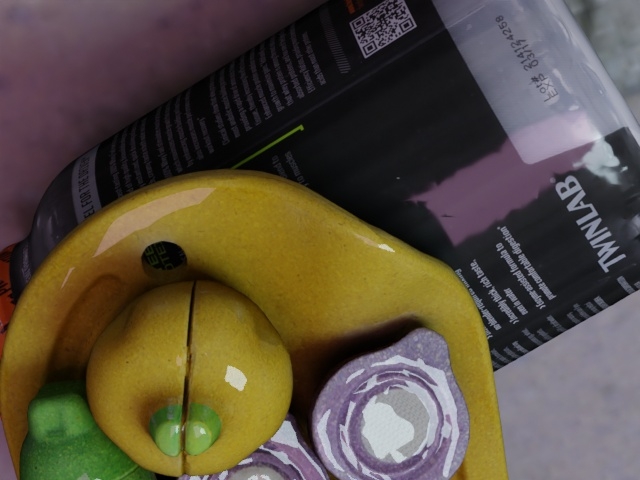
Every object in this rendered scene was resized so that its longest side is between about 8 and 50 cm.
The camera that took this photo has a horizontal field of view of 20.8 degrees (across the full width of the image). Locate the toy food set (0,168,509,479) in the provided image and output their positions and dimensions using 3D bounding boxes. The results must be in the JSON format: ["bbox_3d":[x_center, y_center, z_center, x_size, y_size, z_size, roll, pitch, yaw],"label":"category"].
[{"bbox_3d":[-0.009,0.093,0.442,0.128,0.071,0.217,-11,116,2],"label":"toy food set"}]

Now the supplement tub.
[{"bbox_3d":[0.000,0.000,0.504,0.190,0.117,0.117,-30,114,11],"label":"supplement tub"}]
